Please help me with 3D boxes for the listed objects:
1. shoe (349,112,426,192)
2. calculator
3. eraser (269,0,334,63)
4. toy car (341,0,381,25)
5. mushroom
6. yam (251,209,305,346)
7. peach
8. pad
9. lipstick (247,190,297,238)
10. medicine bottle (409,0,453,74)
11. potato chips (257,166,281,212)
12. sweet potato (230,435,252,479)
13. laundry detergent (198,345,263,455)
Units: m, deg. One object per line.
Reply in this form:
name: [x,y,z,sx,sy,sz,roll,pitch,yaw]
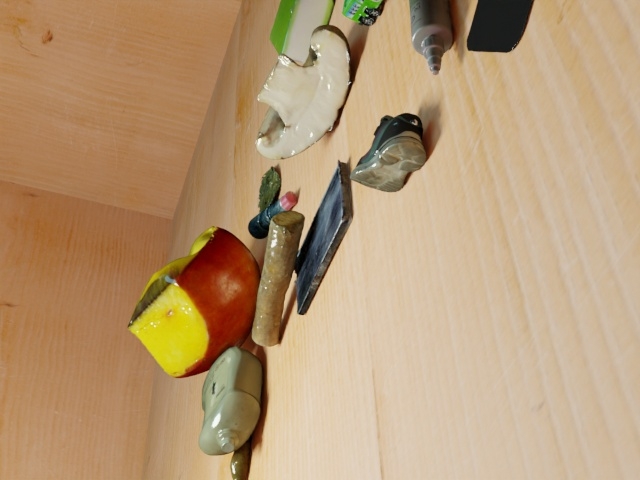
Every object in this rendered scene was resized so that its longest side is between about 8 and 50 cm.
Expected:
shoe: [0.100,-0.135,1.359,0.169,0.071,0.099,141,143,-62]
calculator: [0.000,0.000,1.713,0.161,0.021,0.261,-92,21,-46]
eraser: [-0.042,-0.526,2.217,0.274,0.092,0.210,-113,39,-69]
toy car: [0.089,-0.443,1.682,0.165,0.062,0.071,139,143,-67]
mushroom: [-0.029,-0.293,1.860,0.285,0.156,0.151,-57,10,24]
yam: [-0.084,0.078,1.814,0.066,0.066,0.299,-98,17,-55]
peach: [-0.250,0.136,2.103,0.306,0.242,0.380,-46,0,14]
pad: [0.238,-0.356,1.149,0.181,0.004,0.267,-135,59,-73]
lipstick: [-0.103,-0.062,2.105,0.234,0.053,0.053,139,142,-64]
medicine bottle: [0.151,-0.295,1.318,0.057,0.058,0.199,119,158,-48]
potato chips: [-0.128,-0.114,2.307,0.209,0.026,0.142,-98,23,-56]
sweet potato: [-0.157,0.422,1.904,0.041,0.038,0.153,-31,41,39]
laundry detergent: [-0.184,0.335,1.918,0.181,0.091,0.253,-52,19,20]
